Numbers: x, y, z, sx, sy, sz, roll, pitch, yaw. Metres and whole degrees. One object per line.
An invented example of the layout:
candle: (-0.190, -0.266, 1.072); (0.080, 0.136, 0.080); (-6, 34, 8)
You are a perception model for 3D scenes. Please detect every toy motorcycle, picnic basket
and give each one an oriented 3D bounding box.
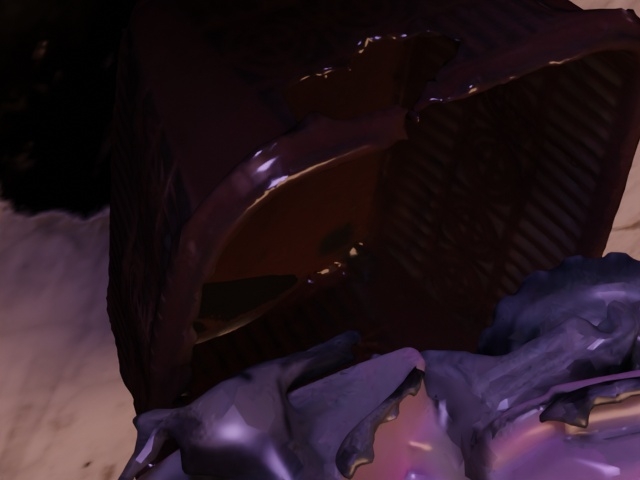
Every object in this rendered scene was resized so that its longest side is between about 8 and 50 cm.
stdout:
toy motorcycle: (0.032, 0.130, 0.664); (0.327, 0.188, 0.143); (-27, 142, -12)
picnic basket: (0.000, 0.000, 0.765); (0.222, 0.129, 0.297); (-23, 147, -24)
